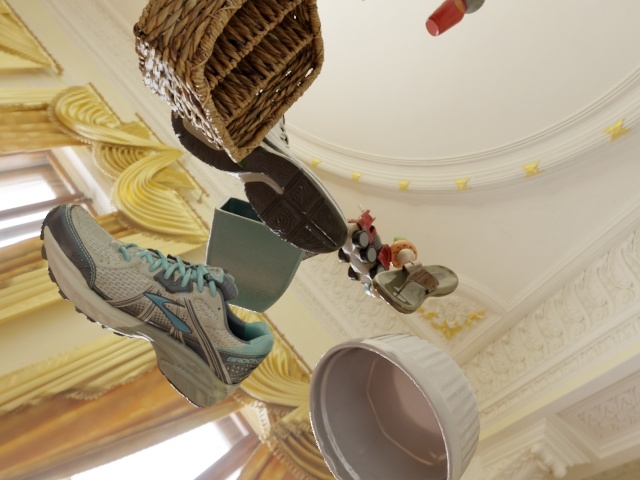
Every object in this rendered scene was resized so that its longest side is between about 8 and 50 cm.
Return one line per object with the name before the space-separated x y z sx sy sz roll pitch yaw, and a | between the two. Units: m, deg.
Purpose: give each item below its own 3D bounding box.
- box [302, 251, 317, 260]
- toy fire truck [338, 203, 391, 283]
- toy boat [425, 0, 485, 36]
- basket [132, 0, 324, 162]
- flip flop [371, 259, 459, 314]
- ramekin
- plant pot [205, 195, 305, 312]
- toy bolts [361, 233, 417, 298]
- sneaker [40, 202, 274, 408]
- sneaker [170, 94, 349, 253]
box | 0.000 0.000 1.667 0.206 0.114 0.036 -22 -48 27
toy fire truck | 0.154 -0.009 1.370 0.158 0.246 0.217 -1 -51 43
toy boat | 0.262 -0.556 0.784 0.267 0.148 0.318 47 -6 28
basket | -0.121 -0.328 0.693 0.223 0.299 0.213 40 -21 -7
flip flop | 0.214 0.081 0.882 0.112 0.277 0.080 49 -52 34
ramekin | 0.093 0.214 0.513 0.207 0.109 0.207 8 -79 43
plant pot | -0.185 0.048 1.131 0.247 0.247 0.252 18 -79 -9
toy bolts | 0.201 0.085 1.413 0.218 0.158 0.229 22 -81 -4
sneaker | -0.163 0.054 0.461 0.283 0.122 0.110 51 5 -25
sneaker | -0.081 -0.186 0.926 0.447 0.257 0.169 43 -52 -6
